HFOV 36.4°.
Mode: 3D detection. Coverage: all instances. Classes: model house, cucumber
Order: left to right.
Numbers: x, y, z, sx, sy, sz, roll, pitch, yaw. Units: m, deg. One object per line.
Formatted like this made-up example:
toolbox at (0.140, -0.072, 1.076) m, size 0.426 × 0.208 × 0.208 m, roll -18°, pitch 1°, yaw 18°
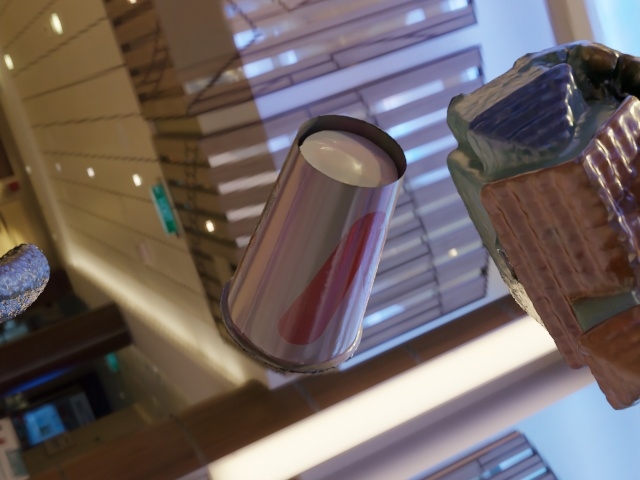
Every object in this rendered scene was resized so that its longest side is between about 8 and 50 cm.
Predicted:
cucumber at (-0.275, 0.042, 0.824) m, size 0.215 × 0.052 × 0.058 m, roll -120°, pitch -155°, yaw -83°
model house at (0.272, -0.015, 0.861) m, size 0.295 × 0.251 × 0.329 m, roll 60°, pitch 11°, yaw -15°

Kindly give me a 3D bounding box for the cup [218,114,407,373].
cup at (0.000, 0.000, 1.202) m, size 0.203 × 0.203 × 0.288 m, roll 54°, pitch -39°, yaw 34°
